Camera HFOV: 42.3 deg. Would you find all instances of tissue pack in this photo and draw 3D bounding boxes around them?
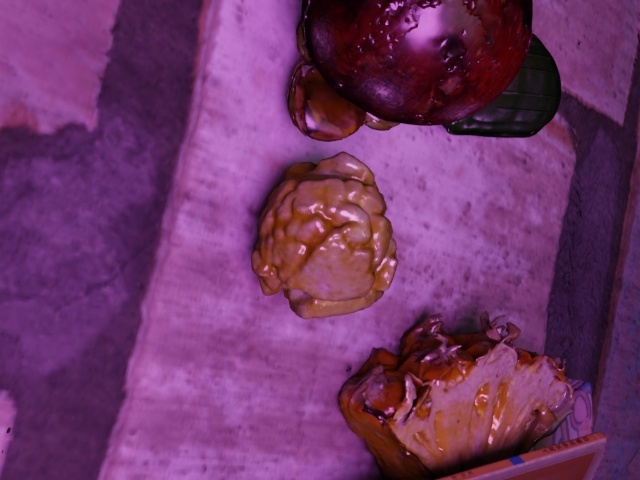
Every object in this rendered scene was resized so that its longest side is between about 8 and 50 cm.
[{"bbox_3d":[0.221,0.217,0.859,0.155,0.065,0.115,-17,108,-44],"label":"tissue pack"}]

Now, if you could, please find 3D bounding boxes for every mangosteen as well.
[{"bbox_3d":[0.055,-0.148,0.590,0.166,0.180,0.166,23,52,-32],"label":"mangosteen"}]

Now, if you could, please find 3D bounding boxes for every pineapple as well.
[{"bbox_3d":[0.114,0.156,0.731,0.237,0.114,0.186,-4,98,-35],"label":"pineapple"}]

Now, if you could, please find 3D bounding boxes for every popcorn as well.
[{"bbox_3d":[0.000,0.000,0.595,0.106,0.120,0.116,-24,87,-2],"label":"popcorn"}]

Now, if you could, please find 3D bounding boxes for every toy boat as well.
[{"bbox_3d":[0.174,-0.149,0.780,0.210,0.052,0.104,-7,97,-46],"label":"toy boat"}]

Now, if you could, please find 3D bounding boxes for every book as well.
[{"bbox_3d":[0.119,0.247,0.693,0.242,0.018,0.170,-7,127,-25],"label":"book"}]
